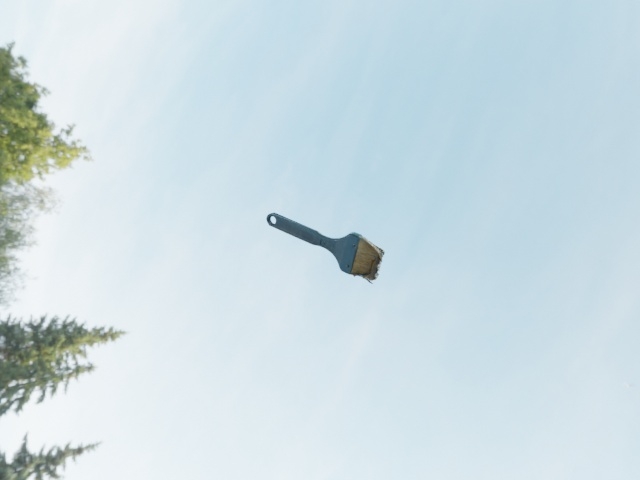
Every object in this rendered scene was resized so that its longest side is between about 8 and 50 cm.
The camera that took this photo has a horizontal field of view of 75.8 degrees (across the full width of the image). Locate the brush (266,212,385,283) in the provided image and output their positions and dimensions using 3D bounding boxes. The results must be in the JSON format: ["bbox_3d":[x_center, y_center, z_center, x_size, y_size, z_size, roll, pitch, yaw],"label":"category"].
[{"bbox_3d":[0.000,0.000,0.500,0.164,0.014,0.051,23,-66,24],"label":"brush"}]
